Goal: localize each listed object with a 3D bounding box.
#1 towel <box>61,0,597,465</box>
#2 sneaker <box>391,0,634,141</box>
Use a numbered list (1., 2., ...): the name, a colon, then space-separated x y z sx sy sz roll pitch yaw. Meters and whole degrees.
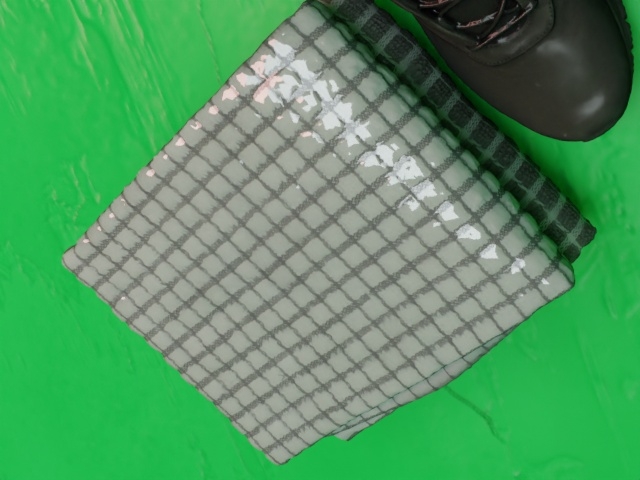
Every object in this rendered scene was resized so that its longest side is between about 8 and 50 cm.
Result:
1. towel: 0.000 0.000 0.679 0.235 0.121 0.283 44 128 -7
2. sneaker: 0.061 -0.161 0.560 0.286 0.130 0.109 48 123 -4
